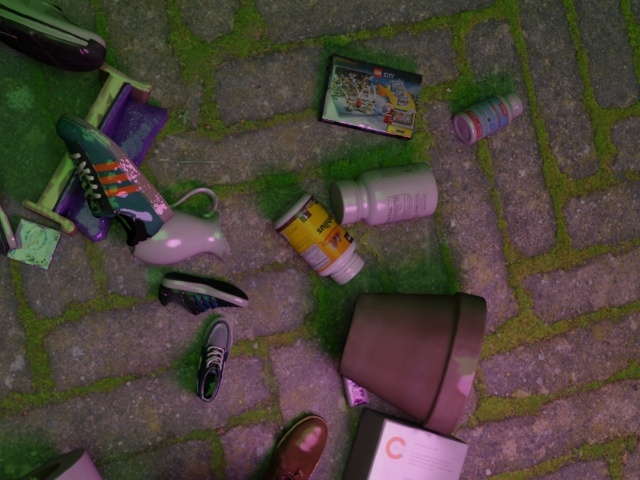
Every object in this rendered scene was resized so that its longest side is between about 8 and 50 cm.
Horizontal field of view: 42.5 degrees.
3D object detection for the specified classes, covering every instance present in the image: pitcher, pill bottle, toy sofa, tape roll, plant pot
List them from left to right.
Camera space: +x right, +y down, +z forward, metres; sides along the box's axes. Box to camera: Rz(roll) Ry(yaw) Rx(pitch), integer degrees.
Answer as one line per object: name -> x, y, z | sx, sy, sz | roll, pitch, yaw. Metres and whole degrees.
tape roll -> -0.546, 0.560, 1.671 | 0.246, 0.246, 0.169 | -29, 95, -14
toy sofa -> -0.471, -0.181, 1.767 | 0.177, 0.150, 0.362 | 28, 81, -11
pitcher -> -0.318, -0.036, 1.826 | 0.207, 0.125, 0.177 | -2, 69, -25
pill bottle -> 0.000, 0.000, 1.898 | 0.215, 0.117, 0.117 | 46, 78, -9
pill bottle -> 0.147, -0.105, 1.933 | 0.229, 0.131, 0.131 | -10, 90, -15
plant pot -> 0.195, 0.248, 1.866 | 0.280, 0.323, 0.323 | 15, 84, 2
pill bottle -> 0.415, -0.307, 2.032 | 0.160, 0.087, 0.087 | -28, 95, -14

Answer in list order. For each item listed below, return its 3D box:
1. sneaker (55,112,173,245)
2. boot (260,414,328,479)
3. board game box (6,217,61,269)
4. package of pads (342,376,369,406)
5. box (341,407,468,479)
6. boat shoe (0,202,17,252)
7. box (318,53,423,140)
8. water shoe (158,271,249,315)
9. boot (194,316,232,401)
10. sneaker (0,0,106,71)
sneaker -> -0.431, -0.115, 1.645 | 0.121, 0.108, 0.302 | -50, 116, -20
boot -> -0.073, 0.535, 1.863 | 0.112, 0.115, 0.305 | 38, 78, -9
board game box -> -0.621, 0.008, 1.787 | 0.090, 0.020, 0.090 | 21, 83, -13
package of pads -> 0.082, 0.349, 1.951 | 0.050, 0.032, 0.083 | -12, 91, -12
box -> 0.168, 0.590, 1.894 | 0.215, 0.168, 0.345 | 20, 84, -13
boat shoe -> -0.716, -0.090, 1.728 | 0.079, 0.095, 0.254 | -21, 95, -18
box -> 0.121, -0.343, 1.980 | 0.233, 0.044, 0.159 | 11, 85, -14
water shoe -> -0.264, 0.130, 1.861 | 0.203, 0.073, 0.080 | 16, 106, -10
boot -> -0.234, 0.267, 1.843 | 0.069, 0.086, 0.190 | 12, 85, -14
sneaker -> -0.608, -0.533, 1.695 | 0.448, 0.169, 0.257 | 23, 79, 8
